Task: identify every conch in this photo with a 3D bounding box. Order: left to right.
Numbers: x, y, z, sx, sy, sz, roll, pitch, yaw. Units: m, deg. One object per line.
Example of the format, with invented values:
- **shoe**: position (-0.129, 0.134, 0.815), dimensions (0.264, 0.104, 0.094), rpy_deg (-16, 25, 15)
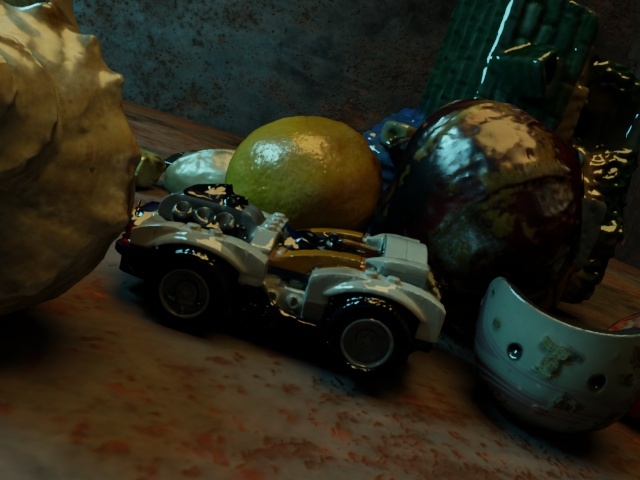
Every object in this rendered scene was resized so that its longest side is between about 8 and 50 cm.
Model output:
- **conch**: position (-0.270, -0.096, 0.396), dimensions (0.352, 0.297, 0.210), rpy_deg (-2, -9, 39)

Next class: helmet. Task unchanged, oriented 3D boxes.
- **helmet**: position (0.206, 0.114, 0.531), dimensions (0.153, 0.107, 0.177), rpy_deg (18, -11, 22)

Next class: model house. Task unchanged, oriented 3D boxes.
- **model house**: position (0.310, -0.159, 0.995), dimensions (0.395, 0.445, 0.400), rpy_deg (24, 3, 34)

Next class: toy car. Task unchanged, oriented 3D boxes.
- **toy car**: position (-0.034, 0.025, 0.543), dimensions (0.301, 0.118, 0.193), rpy_deg (18, 14, 2)

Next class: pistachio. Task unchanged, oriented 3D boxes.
- **pistachio**: position (-0.150, -0.080, 0.863), dimensions (0.149, 0.113, 0.113), rpy_deg (11, 13, -13)

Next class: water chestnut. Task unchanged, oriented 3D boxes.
- **water chestnut**: position (0.180, -0.028, 0.707), dimensions (0.244, 0.289, 0.289), rpy_deg (6, 7, 21)

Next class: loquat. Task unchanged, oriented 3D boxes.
- **loquat**: position (-0.017, -0.068, 0.779), dimensions (0.234, 0.187, 0.176), rpy_deg (-15, 22, -28)

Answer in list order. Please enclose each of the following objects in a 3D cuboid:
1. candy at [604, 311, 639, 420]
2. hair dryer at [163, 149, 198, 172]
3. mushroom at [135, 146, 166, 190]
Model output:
- **candy**: position (0.373, 0.185, 0.520), dimensions (0.124, 0.124, 0.365), rpy_deg (15, 20, -16)
- **hair dryer**: position (-0.177, -0.105, 1.081), dimensions (0.195, 0.078, 0.248), rpy_deg (19, 2, 6)
- **mushroom**: position (-0.401, -0.162, 0.937), dimensions (0.312, 0.081, 0.100), rpy_deg (24, 15, 7)
